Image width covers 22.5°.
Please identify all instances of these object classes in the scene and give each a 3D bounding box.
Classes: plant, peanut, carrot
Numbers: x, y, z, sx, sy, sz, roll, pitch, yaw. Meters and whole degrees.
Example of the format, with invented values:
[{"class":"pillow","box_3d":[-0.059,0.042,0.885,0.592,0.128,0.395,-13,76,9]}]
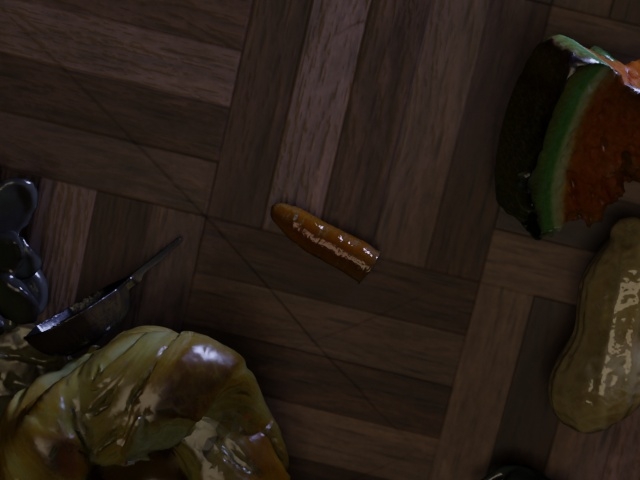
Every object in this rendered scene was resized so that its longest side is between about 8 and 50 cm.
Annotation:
[{"class":"plant","box_3d":[-0.454,0.016,1.848,0.276,0.188,0.199,5,103,4]},{"class":"peanut","box_3d":[0.343,0.101,1.847,0.123,0.123,0.257,18,99,0]},{"class":"carrot","box_3d":[0.000,0.000,1.885,0.139,0.048,0.048,29,102,0]}]

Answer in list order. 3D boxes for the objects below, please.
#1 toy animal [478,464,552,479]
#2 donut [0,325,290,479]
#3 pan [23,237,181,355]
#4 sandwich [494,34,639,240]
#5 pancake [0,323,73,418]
[{"class":"toy animal","box_3d":[0.281,0.373,1.922,0.269,0.082,0.137,40,103,-4]},{"class":"donut","box_3d":[-0.202,0.267,1.851,0.360,0.170,0.360,-5,103,-20]},{"class":"pan","box_3d":[-0.244,0.078,1.875,0.202,0.128,0.048,-30,100,10]},{"class":"sandwich","box_3d":[0.337,-0.150,1.779,0.301,0.162,0.250,-10,136,-10]},{"class":"pancake","box_3d":[-0.388,0.217,1.931,0.242,0.050,0.242,1,81,-4]}]
